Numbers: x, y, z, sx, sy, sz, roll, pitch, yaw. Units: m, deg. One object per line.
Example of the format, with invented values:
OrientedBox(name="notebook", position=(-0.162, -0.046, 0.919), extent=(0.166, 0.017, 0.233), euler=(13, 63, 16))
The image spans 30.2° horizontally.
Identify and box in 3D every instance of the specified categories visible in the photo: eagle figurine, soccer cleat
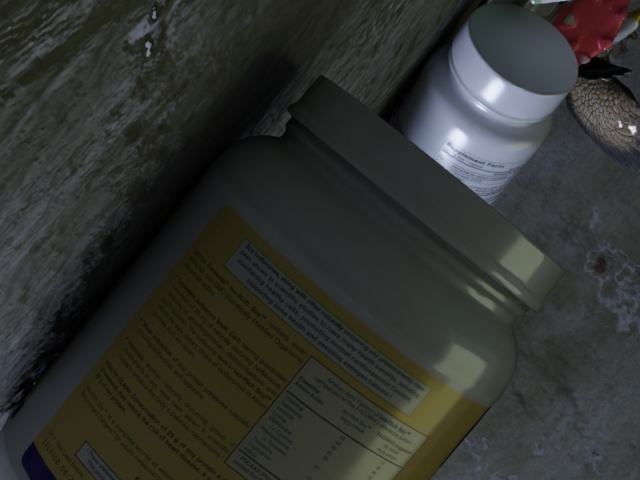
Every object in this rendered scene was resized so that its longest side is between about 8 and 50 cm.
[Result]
OrientedBox(name="eagle figurine", position=(0.388, -0.260, 1.730), extent=(0.225, 0.226, 0.298), euler=(102, -4, -56))
OrientedBox(name="soccer cleat", position=(0.288, -0.229, 1.484), extent=(0.248, 0.083, 0.095), euler=(-56, -157, 15))

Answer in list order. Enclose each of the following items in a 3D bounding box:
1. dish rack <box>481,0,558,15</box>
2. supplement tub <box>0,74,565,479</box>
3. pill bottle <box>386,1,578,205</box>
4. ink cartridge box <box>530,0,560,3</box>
OrientedBox(name="dish rack", position=(0.237, -0.264, 1.529), extent=(0.333, 0.072, 0.285), euler=(-52, 175, 31))
OrientedBox(name="supplement tub", position=(-0.025, 0.084, 0.776), extent=(0.331, 0.241, 0.241), euler=(-51, 175, 5))
OrientedBox(name="pill bottle", position=(0.163, -0.126, 1.357), extent=(0.160, 0.160, 0.283), euler=(-46, 173, -42))
OrientedBox(name="ink cartridge box", position=(0.331, -0.288, 1.248), extent=(0.171, 0.235, 0.056), euler=(-69, 154, -74))
